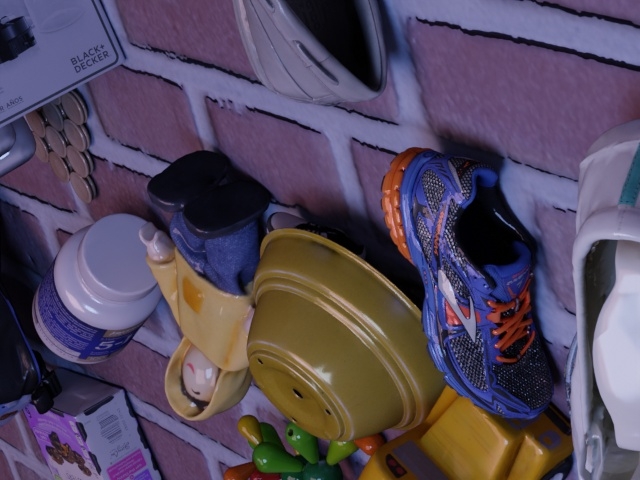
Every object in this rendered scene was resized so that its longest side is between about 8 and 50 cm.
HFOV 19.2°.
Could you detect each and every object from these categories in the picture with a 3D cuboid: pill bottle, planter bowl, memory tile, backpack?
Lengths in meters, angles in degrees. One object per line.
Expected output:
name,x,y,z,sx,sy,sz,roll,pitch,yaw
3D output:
pill bottle,-0.216,0.045,1.879,0.112,0.112,0.187,55,153,7
planter bowl,0.006,0.099,1.545,0.217,0.090,0.217,34,155,19
memory tile,-0.265,-0.115,1.905,0.113,0.012,0.148,41,148,30
backpack,-0.441,0.121,2.161,0.263,0.213,0.276,124,127,-65

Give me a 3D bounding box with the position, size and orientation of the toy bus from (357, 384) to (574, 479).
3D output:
toy bus,0.077,0.244,1.515,0.108,0.130,0.333,46,134,24

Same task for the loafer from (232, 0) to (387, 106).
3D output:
loafer,-0.028,-0.236,1.304,0.111,0.112,0.319,16,139,46

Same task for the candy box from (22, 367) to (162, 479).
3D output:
candy box,-0.259,0.260,2.209,0.165,0.070,0.196,9,125,57

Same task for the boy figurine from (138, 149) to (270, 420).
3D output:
boy figurine,-0.105,0.050,1.730,0.177,0.092,0.285,38,143,29

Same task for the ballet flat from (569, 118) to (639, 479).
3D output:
ballet flat,0.212,0.115,1.203,0.139,0.139,0.400,27,138,45

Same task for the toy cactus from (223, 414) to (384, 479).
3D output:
toy cactus,0.008,0.242,1.745,0.219,0.112,0.180,11,137,44

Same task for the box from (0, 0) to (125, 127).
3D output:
box,-0.313,-0.254,1.681,0.087,0.169,0.290,8,126,59

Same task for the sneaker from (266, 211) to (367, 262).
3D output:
sneaker,0.000,0.000,1.566,0.109,0.040,0.044,31,138,28

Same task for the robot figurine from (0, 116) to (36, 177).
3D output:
robot figurine,-0.412,-0.211,1.834,0.353,0.199,0.300,60,-179,6

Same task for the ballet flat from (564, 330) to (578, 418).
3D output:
ballet flat,0.200,0.121,1.335,0.070,0.070,0.188,21,132,49

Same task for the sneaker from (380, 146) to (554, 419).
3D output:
sneaker,0.118,0.035,1.364,0.087,0.083,0.221,-3,119,51
